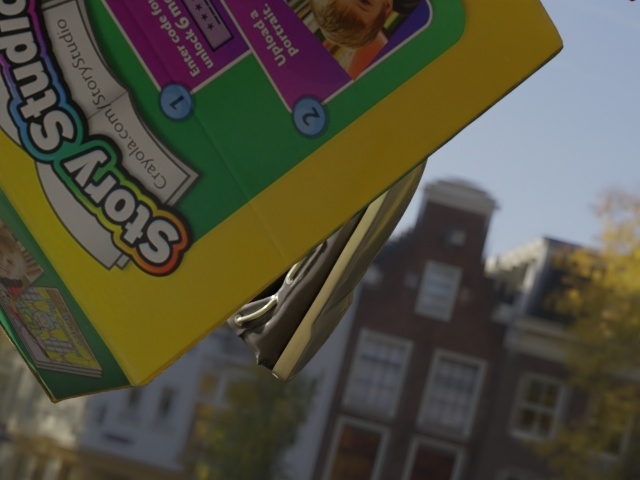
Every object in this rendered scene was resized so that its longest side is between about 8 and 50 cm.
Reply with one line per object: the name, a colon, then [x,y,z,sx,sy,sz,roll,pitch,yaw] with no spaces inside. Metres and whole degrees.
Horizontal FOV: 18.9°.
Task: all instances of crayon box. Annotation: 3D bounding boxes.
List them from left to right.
crayon box: [-0.094,-0.159,0.932,0.363,0.313,0.106,58,-29,-11]

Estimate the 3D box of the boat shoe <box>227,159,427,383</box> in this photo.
boat shoe: [0.000,0.000,1.191,0.065,0.206,0.075,37,36,11]
